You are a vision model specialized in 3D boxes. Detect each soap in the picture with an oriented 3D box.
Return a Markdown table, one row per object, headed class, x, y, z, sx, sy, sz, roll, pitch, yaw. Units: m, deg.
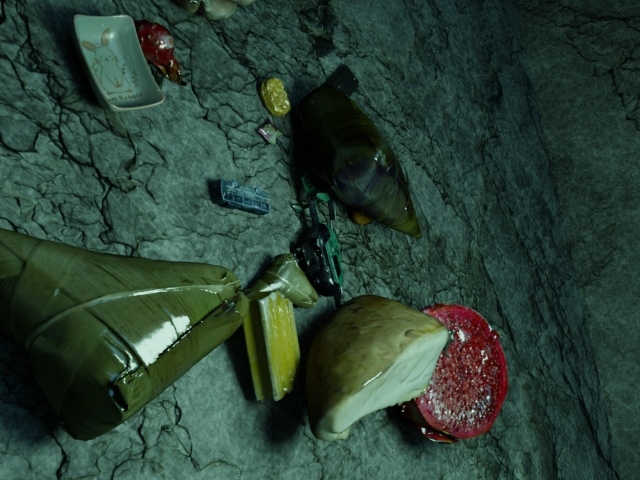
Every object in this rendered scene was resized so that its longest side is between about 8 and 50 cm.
| class | x | y | z | sx | sy | sz | roll | pitch | yaw |
| --- | --- | --- | --- | --- | --- | --- | --- | --- | --- |
| soap | -0.108 | 0.226 | 1.461 | 0.140 | 0.073 | 0.232 | -30 | 113 | -66 |

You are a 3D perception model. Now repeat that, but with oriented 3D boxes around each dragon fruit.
| class | x | y | z | sx | sy | sz | roll | pitch | yaw |
| --- | --- | --- | --- | --- | --- | --- | --- | --- | --- |
| dragon fruit | -0.367 | -0.440 | 1.515 | 0.190 | 0.094 | 0.094 | 43 | 46 | -35 |
| dragon fruit | 0.328 | 0.365 | 1.828 | 0.371 | 0.249 | 0.386 | -32 | 95 | -35 |

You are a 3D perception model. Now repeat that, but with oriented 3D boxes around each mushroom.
| class | x | y | z | sx | sy | sz | roll | pitch | yaw |
| --- | --- | --- | --- | --- | --- | --- | --- | --- | --- |
| mushroom | 0.067 | 0.281 | 1.514 | 0.397 | 0.313 | 0.224 | -21 | 130 | -46 |

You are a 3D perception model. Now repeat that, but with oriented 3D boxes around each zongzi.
| class | x | y | z | sx | sy | sz | roll | pitch | yaw |
| --- | --- | --- | --- | --- | --- | --- | --- | --- | --- |
| zongzi | -0.094 | 0.138 | 1.580 | 0.160 | 0.078 | 0.176 | 53 | 52 | -19 |
| zongzi | 0.125 | -0.219 | 1.872 | 0.432 | 0.208 | 0.403 | 38 | 22 | -47 |
| zongzi | -0.363 | 0.043 | 1.213 | 0.467 | 0.218 | 0.500 | 57 | 37 | -2 |

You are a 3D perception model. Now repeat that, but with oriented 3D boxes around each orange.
| class | x | y | z | sx | sy | sz | roll | pitch | yaw |
| --- | --- | --- | --- | --- | --- | --- | --- | --- | --- |
| orange | 0.127 | -0.085 | 1.922 | 0.085 | 0.085 | 0.085 | 23 | 57 | -41 |

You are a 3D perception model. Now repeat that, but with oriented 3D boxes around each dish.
| class | x | y | z | sx | sy | sz | roll | pitch | yaw |
| --- | --- | --- | --- | --- | --- | --- | --- | --- | --- |
| dish | -0.447 | -0.372 | 1.398 | 0.151 | 0.077 | 0.212 | -24 | 92 | -49 |

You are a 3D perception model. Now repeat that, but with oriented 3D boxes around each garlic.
| class | x | y | z | sx | sy | sz | roll | pitch | yaw |
| --- | --- | --- | --- | --- | --- | --- | --- | --- | --- |
| garlic | -0.268 | -0.675 | 1.642 | 0.237 | 0.210 | 0.292 | 17 | 52 | -51 |

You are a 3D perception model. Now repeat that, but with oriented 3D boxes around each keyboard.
| class | x | y | z | sx | sy | sz | roll | pitch | yaw |
| --- | --- | --- | --- | --- | --- | --- | --- | --- | --- |
| keyboard | 0.060 | -0.477 | 2.063 | 0.094 | 0.025 | 0.230 | 52 | 42 | -17 |

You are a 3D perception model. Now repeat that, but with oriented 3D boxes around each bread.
| class | x | y | z | sx | sy | sz | roll | pitch | yaw |
| --- | --- | --- | --- | --- | --- | --- | --- | --- | --- |
| bread | -0.127 | -0.398 | 1.800 | 0.083 | 0.044 | 0.111 | -24 | 94 | -49 |

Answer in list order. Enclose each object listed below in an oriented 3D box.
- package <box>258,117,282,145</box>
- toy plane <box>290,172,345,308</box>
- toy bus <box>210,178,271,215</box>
| class | x | y | z | sx | sy | sz | roll | pitch | yaw |
| --- | --- | --- | --- | --- | --- | --- | --- | --- | --- |
| package | -0.133 | -0.295 | 1.759 | 0.059 | 0.029 | 0.083 | 45 | 34 | -16 |
| toy plane | 0.000 | 0.000 | 1.730 | 0.155 | 0.106 | 0.382 | -1 | 73 | -55 |
| toy bus | -0.192 | -0.105 | 1.593 | 0.166 | 0.047 | 0.065 | 13 | 68 | -46 |
